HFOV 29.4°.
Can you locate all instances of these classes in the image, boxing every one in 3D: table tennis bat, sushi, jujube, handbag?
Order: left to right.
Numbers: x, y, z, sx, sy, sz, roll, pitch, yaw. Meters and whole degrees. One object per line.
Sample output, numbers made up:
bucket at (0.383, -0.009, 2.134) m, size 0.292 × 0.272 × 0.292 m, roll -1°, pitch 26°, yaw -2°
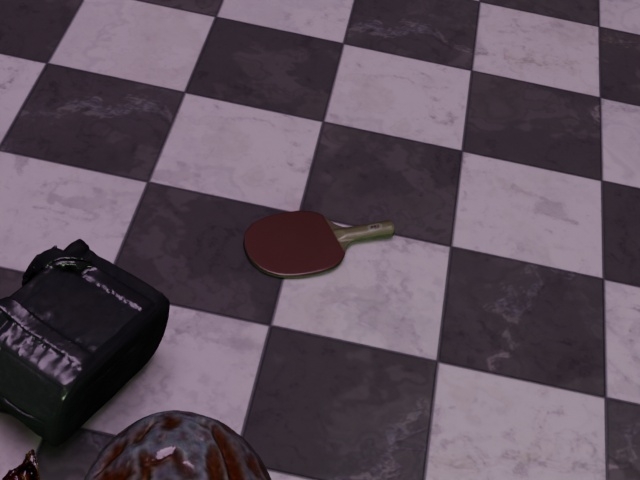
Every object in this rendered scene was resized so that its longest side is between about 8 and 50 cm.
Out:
sushi at (-0.372, 0.305, 1.502) m, size 0.050 × 0.047 × 0.099 m, roll 16°, pitch 45°, yaw 1°
handbag at (-0.338, 0.130, 1.599) m, size 0.181 × 0.181 × 0.254 m, roll 33°, pitch 46°, yaw 12°
jujube at (-0.164, 0.336, 1.390) m, size 0.247 × 0.215 × 0.308 m, roll -3°, pitch 44°, yaw -15°
table tennis bat at (0.000, 0.000, 1.918) m, size 0.247 × 0.022 × 0.138 m, roll -9°, pitch 48°, yaw -18°
